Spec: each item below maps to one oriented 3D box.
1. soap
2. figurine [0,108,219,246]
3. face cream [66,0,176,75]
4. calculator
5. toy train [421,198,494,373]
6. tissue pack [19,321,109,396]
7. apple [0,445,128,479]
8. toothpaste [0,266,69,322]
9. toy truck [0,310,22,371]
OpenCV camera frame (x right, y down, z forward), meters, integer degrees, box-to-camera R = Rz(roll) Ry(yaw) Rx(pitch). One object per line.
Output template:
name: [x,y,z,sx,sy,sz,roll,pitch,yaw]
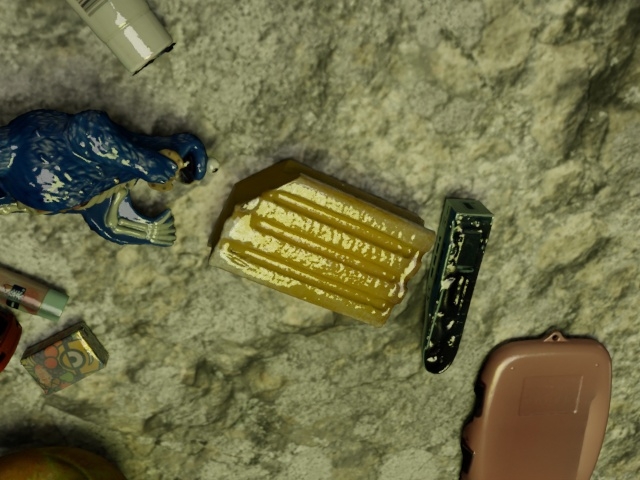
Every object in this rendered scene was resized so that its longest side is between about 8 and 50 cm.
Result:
soap: [0.000,0.000,0.805,0.232,0.073,0.140,22,107,-18]
figurine: [-0.240,-0.078,0.711,0.262,0.120,0.164,-1,143,-33]
face cream: [-0.238,-0.271,0.656,0.092,0.058,0.243,-33,110,12]
calculator: [0.313,0.277,0.999,0.220,0.048,0.329,-1,112,-8]
toy train: [0.163,0.063,0.875,0.052,0.051,0.233,3,117,-11]
tissue pack: [-0.310,0.143,0.835,0.083,0.035,0.063,-25,116,4]
apple: [-0.329,0.383,0.827,0.246,0.246,0.226,-7,129,-7]
toothpaste: [-0.390,0.040,0.777,0.205,0.036,0.056,24,109,-15]
toy truck: [-0.472,0.135,0.762,0.253,0.107,0.114,-22,116,1]
